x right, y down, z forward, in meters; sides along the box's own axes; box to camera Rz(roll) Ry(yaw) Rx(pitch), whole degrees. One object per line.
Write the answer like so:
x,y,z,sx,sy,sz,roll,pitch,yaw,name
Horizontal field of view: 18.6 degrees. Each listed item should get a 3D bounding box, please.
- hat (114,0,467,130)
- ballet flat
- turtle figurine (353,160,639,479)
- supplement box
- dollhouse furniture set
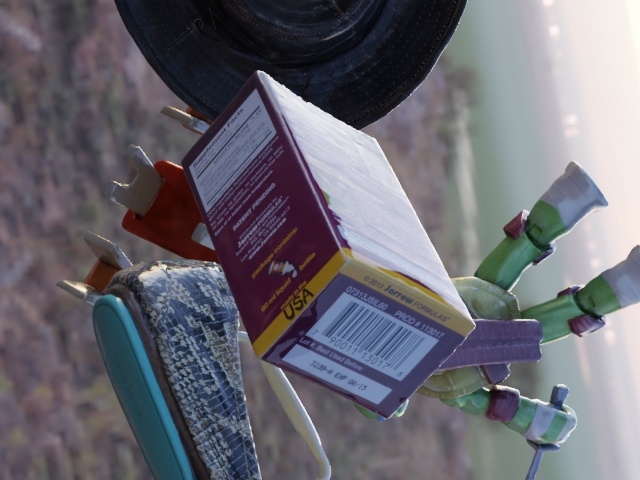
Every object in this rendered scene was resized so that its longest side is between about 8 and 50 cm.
-0.037,-0.248,1.631,0.134,0.331,0.331,15,64,-84,hat
-0.067,0.246,1.742,0.164,0.182,0.483,-26,-105,63,ballet flat
0.153,0.073,1.656,0.275,0.266,0.198,50,6,-43,turtle figurine
0.000,0.000,1.130,0.104,0.081,0.188,29,23,-35,supplement box
-0.083,-0.004,1.910,0.262,0.259,0.135,-60,148,-8,dollhouse furniture set
